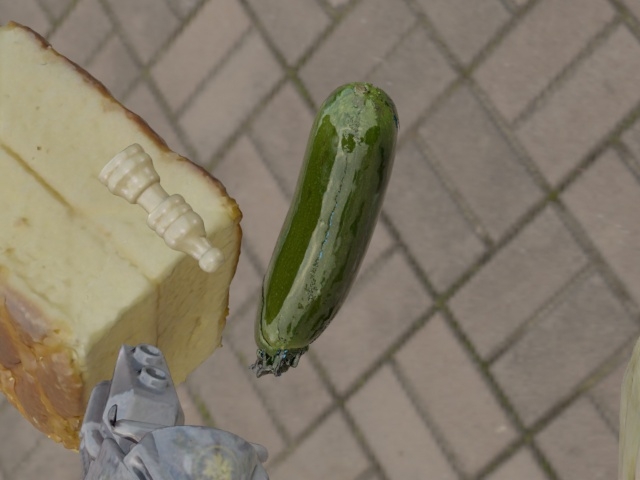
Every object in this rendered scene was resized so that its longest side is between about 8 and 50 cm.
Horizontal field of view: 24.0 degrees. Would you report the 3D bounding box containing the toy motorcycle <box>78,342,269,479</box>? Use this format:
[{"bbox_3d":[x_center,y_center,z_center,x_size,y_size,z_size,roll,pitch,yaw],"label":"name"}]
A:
[{"bbox_3d":[-0.083,0.112,0.718,0.123,0.080,0.215,-65,22,16],"label":"toy motorcycle"}]

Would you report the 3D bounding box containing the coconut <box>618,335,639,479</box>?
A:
[{"bbox_3d":[0.349,0.175,0.842,0.344,0.415,0.415,-28,69,31],"label":"coconut"}]

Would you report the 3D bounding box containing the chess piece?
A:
[{"bbox_3d":[-0.094,-0.016,0.932,0.092,0.035,0.035,46,116,7],"label":"chess piece"}]

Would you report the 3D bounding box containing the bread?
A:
[{"bbox_3d":[-0.232,0.010,1.298,0.279,0.207,0.279,40,153,13],"label":"bread"}]

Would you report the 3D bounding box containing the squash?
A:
[{"bbox_3d":[0.001,0.001,1.352,0.087,0.087,0.332,44,129,33],"label":"squash"}]
